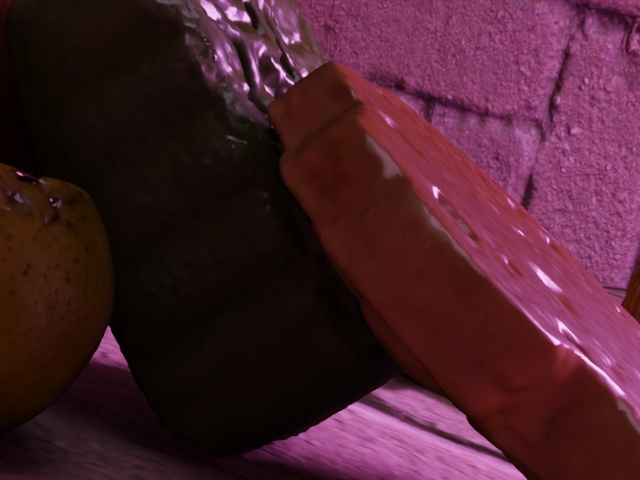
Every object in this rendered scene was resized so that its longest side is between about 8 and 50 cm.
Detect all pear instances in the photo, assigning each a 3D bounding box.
[{"bbox_3d":[-0.151,0.026,0.628,0.141,0.104,0.141,3,-16,1],"label":"pear"}]

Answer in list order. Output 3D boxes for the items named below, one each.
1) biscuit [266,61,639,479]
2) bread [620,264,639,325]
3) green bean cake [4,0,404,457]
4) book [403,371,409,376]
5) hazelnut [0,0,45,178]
[{"bbox_3d":[0.099,0.052,0.679,0.312,0.057,0.351,41,11,-17],"label":"biscuit"},{"bbox_3d":[0.335,0.093,1.323,0.199,0.104,0.199,26,-11,5],"label":"bread"},{"bbox_3d":[-0.044,-0.027,0.804,0.248,0.125,0.222,60,15,6],"label":"green bean cake"},{"bbox_3d":[0.183,0.111,1.192,0.289,0.026,0.201,12,5,-40],"label":"book"},{"bbox_3d":[-0.241,-0.070,0.828,0.234,0.218,0.218,16,4,-29],"label":"hazelnut"}]
